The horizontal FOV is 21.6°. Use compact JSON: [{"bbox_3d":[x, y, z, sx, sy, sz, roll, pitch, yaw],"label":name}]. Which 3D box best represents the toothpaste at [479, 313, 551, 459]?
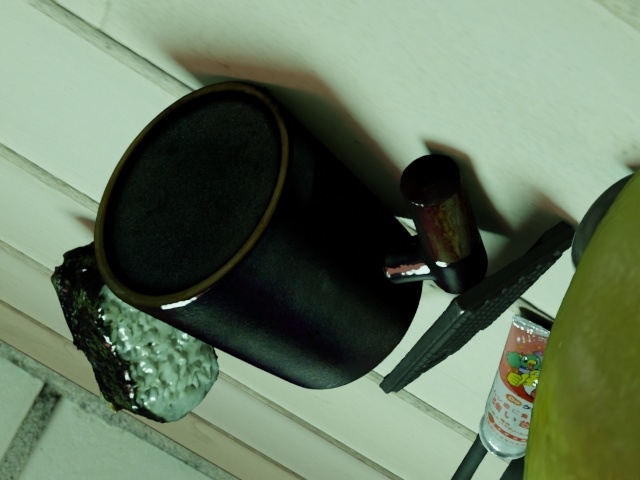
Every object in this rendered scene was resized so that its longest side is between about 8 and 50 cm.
[{"bbox_3d":[0.175,0.118,1.356,0.089,0.057,0.234,25,155,5],"label":"toothpaste"}]

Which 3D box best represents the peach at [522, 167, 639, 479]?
[{"bbox_3d":[0.232,0.095,0.672,0.314,0.315,0.281,36,150,3],"label":"peach"}]

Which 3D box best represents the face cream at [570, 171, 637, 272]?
[{"bbox_3d":[0.242,0.052,0.942,0.229,0.075,0.075,36,164,-24],"label":"face cream"}]

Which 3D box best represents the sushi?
[{"bbox_3d":[-0.190,0.085,1.775,0.115,0.147,0.212,23,148,46],"label":"sushi"}]

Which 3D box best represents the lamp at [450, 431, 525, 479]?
[{"bbox_3d":[0.244,0.262,1.575,0.227,0.147,0.172,34,-170,16],"label":"lamp"}]

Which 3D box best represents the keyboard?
[{"bbox_3d":[0.105,0.054,1.176,0.018,0.101,0.309,54,166,8],"label":"keyboard"}]

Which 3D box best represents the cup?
[{"bbox_3d":[-0.010,0.014,1.120,0.239,0.166,0.177,16,164,45],"label":"cup"}]
